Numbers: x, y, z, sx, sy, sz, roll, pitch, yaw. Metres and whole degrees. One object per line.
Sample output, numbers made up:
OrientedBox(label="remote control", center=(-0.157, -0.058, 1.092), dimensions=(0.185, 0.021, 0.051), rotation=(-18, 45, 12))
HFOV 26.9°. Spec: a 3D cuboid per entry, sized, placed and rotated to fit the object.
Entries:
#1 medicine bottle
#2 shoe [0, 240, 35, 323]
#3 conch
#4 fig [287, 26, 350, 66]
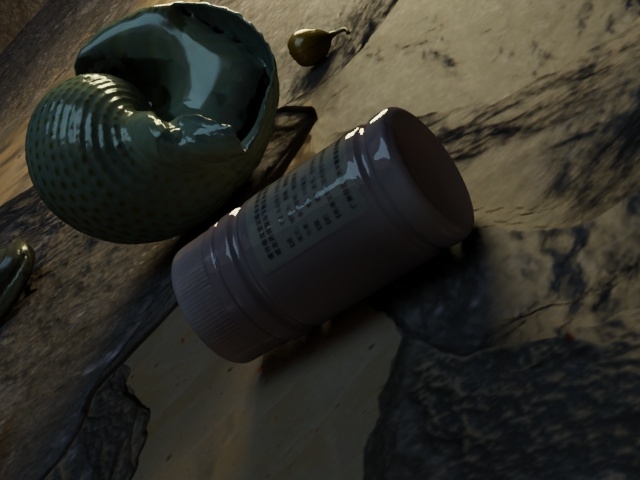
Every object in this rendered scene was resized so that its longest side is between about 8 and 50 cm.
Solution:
OrientedBox(label="medicine bottle", center=(0.000, 0.000, 1.173), dimensions=(0.250, 0.133, 0.133), rotation=(-34, 25, 25))
OrientedBox(label="shoe", center=(-0.565, 0.087, 1.899), dimensions=(0.336, 0.171, 0.132), rotation=(-41, 22, 7))
OrientedBox(label="conch", center=(-0.180, -0.125, 1.595), dimensions=(0.319, 0.215, 0.303), rotation=(16, 63, 28))
OrientedBox(label="fig", center=(-0.001, -0.258, 1.741), dimensions=(0.083, 0.050, 0.050), rotation=(-24, 24, 2))
